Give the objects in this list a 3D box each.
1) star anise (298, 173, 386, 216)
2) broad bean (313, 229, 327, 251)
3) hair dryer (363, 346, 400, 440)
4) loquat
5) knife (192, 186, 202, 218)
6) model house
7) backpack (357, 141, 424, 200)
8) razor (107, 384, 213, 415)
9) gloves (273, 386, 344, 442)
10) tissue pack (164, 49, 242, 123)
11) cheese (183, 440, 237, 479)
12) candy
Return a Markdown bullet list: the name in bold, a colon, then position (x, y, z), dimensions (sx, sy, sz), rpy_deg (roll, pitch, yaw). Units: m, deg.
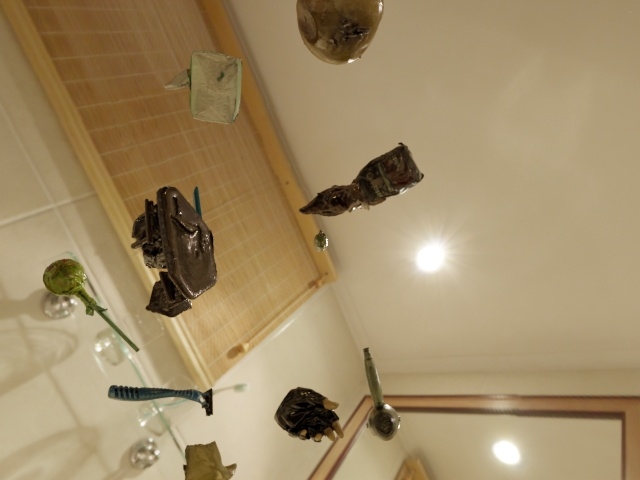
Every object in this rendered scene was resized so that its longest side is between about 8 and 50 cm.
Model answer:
- **star anise**: position (0.109, -0.148, 1.386), dimensions (0.349, 0.292, 0.109), rpy_deg (-6, -66, 41)
- **broad bean**: position (0.000, 0.004, 1.456), dimensions (0.046, 0.254, 0.065), rpy_deg (-4, -92, -1)
- **hair dryer**: position (0.152, 0.427, 1.197), dimensions (0.088, 0.225, 0.219), rpy_deg (-13, -37, 1)
- **loquat**: position (0.040, -0.515, 1.029), dimensions (0.213, 0.213, 0.213), rpy_deg (16, -59, 28)
- **knife**: position (-0.365, -0.060, 1.358), dimensions (0.044, 0.026, 0.297), rpy_deg (-60, -144, 41)
- **model house**: position (-0.277, 0.033, 0.800), dimensions (0.164, 0.141, 0.203), rpy_deg (-21, -115, 25)
- **backpack**: position (0.179, -0.171, 1.192), dimensions (0.165, 0.106, 0.120), rpy_deg (-31, -85, 14)
- **razor**: position (-0.389, 0.383, 1.111), dimensions (0.253, 0.082, 0.042), rpy_deg (12, -60, -20)
- **gloves**: position (-0.023, 0.518, 1.301), dimensions (0.203, 0.124, 0.164), rpy_deg (30, -88, 18)
- **tissue pack**: position (-0.269, -0.370, 1.064), dimensions (0.156, 0.209, 0.148), rpy_deg (7, -69, -9)
- **cheese**: position (-0.141, 0.283, 0.556), dimensions (0.060, 0.041, 0.084), rpy_deg (-12, -53, -1)
- **candy**: position (-0.488, 0.147, 0.972), dimensions (0.262, 0.077, 0.073), rpy_deg (49, -11, -8)
